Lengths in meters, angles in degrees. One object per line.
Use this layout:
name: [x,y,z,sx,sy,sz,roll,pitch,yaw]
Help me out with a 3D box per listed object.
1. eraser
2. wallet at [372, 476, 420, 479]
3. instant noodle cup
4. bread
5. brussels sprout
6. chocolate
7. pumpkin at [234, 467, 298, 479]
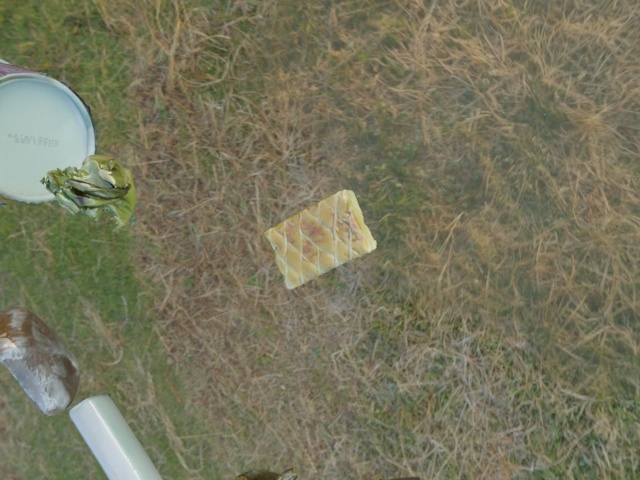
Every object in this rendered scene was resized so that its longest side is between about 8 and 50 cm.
eraser: [-0.518,0.537,1.455,0.104,0.189,0.290,-34,76,-19]
wallet: [0.156,0.623,1.321,0.030,0.285,0.146,19,83,35]
instant noodle cup: [-0.631,-0.215,1.151,0.266,0.340,0.340,11,106,36]
bread: [-0.001,0.001,1.067,0.188,0.068,0.125,-26,84,22]
brussels sprout: [-0.191,-0.044,0.476,0.085,0.085,0.058,26,103,15]
chocolate: [-0.580,0.247,1.197,0.080,0.157,0.254,-20,128,-6]
pumpkin: [-0.131,0.607,1.372,0.248,0.131,0.126,-45,38,33]
